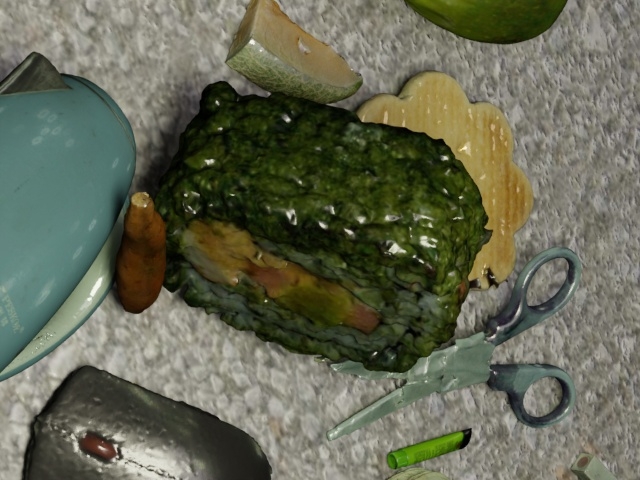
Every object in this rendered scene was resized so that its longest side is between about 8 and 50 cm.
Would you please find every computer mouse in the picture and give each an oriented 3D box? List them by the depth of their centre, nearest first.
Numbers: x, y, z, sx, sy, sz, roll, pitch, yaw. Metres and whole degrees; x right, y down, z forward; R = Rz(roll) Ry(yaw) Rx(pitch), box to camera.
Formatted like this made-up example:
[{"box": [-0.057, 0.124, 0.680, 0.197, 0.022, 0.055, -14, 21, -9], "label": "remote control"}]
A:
[{"box": [-0.179, 0.255, 1.673, 0.295, 0.087, 0.168, 27, 79, -27], "label": "computer mouse"}]

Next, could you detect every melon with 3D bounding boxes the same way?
[{"box": [-0.023, -0.210, 1.808, 0.182, 0.054, 0.098, 36, 56, -27], "label": "melon"}]

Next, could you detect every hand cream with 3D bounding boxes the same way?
[{"box": [0.139, 0.264, 1.912, 0.122, 0.023, 0.036, -11, 133, -31], "label": "hand cream"}]

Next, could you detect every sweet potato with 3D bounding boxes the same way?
[{"box": [-0.186, 0.014, 1.573, 0.057, 0.264, 0.057, 4, 60, -6], "label": "sweet potato"}]

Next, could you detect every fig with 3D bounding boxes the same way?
[{"box": [0.163, -0.334, 1.855, 0.275, 0.206, 0.206, -6, 93, -18], "label": "fig"}]

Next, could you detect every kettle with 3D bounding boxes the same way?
[{"box": [-0.318, -0.007, 1.529, 0.342, 0.247, 0.319, -46, 143, -34], "label": "kettle"}]

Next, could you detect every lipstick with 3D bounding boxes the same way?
[{"box": [0.394, 0.341, 2.070, 0.129, 0.030, 0.030, 46, 67, -24], "label": "lipstick"}]

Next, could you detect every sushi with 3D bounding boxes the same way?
[{"box": [0.000, 0.000, 1.655, 0.352, 0.294, 0.178, 17, 55, 8], "label": "sushi"}]

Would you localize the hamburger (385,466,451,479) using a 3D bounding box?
[{"box": [0.125, 0.350, 1.882, 0.133, 0.062, 0.140, -49, 116, -19], "label": "hamburger"}]

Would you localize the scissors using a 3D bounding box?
[{"box": [0.173, 0.162, 1.911, 0.383, 0.029, 0.256, -15, 115, -27], "label": "scissors"}]

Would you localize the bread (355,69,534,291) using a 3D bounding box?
[{"box": [0.136, -0.054, 1.896, 0.316, 0.054, 0.316, -1, 91, -33], "label": "bread"}]
